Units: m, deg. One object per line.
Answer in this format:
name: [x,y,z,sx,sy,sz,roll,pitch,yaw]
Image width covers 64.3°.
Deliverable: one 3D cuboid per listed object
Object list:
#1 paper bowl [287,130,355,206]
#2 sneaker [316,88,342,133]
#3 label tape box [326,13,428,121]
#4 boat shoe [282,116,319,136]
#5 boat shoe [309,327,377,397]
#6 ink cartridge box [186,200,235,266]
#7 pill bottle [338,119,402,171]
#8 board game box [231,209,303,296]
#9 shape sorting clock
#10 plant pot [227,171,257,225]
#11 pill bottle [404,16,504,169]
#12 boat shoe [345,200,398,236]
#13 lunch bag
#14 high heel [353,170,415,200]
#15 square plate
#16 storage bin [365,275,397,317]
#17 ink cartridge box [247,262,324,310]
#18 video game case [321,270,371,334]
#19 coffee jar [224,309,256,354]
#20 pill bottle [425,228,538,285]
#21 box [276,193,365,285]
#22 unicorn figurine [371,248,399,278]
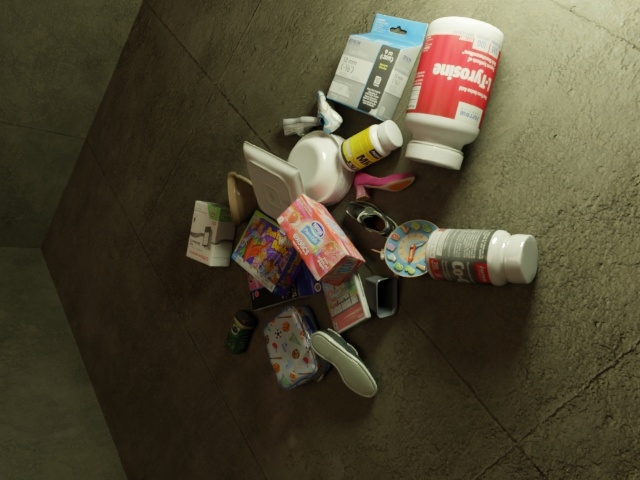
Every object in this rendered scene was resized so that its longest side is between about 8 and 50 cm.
paper bowl: [-0.017,-0.276,1.938,0.284,0.148,0.284,-5,83,42]
sneaker: [0.017,-0.493,1.927,0.086,0.085,0.237,-38,42,20]
label tape box: [0.195,-0.625,1.799,0.249,0.115,0.347,33,110,37]
boat shoe: [-0.068,-0.456,2.049,0.226,0.083,0.075,12,107,52]
boat shoe: [0.097,0.427,1.825,0.302,0.091,0.114,46,117,13]
ink cartridge box: [-0.502,-0.031,2.363,0.198,0.115,0.272,17,98,40]
pill bottle: [0.175,-0.333,1.791,0.208,0.119,0.119,-23,73,39]
board game box: [-0.203,0.044,2.057,0.347,0.078,0.233,32,95,48]
shape sorting clock: [0.305,0.024,1.671,0.206,0.040,0.206,-11,62,23]
plant pot: [-0.329,-0.181,2.194,0.110,0.237,0.237,-5,82,-3]
pill bottle: [0.388,-0.432,1.540,0.229,0.229,0.407,20,101,40]
boat shoe: [0.170,-0.083,1.809,0.233,0.079,0.084,36,110,39]
lunch bag: [-0.089,0.416,1.979,0.243,0.115,0.303,-39,62,30]
high heel: [0.220,-0.224,1.784,0.244,0.082,0.117,-19,65,43]
square plate: [-0.174,-0.186,1.999,0.344,0.049,0.347,32,147,39]
storage bin: [0.207,0.182,1.750,0.091,0.098,0.135,21,117,57]
ink cartridge box: [-0.149,0.167,2.082,0.371,0.069,0.175,-20,73,36]
video game case: [0.080,0.179,1.862,0.204,0.025,0.285,-40,58,48]
coffee jar: [-0.349,0.399,2.226,0.096,0.079,0.184,38,112,39]
pill bottle: [0.466,0.048,1.485,0.283,0.161,0.161,3,89,41]
box: [0.000,0.000,1.797,0.142,0.154,0.300,-44,59,14]
unicorn figurine: [0.264,0.070,1.735,0.162,0.060,0.111,-15,67,25]
